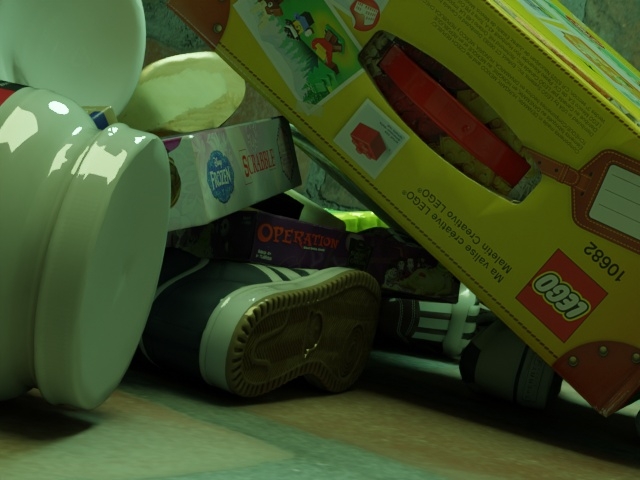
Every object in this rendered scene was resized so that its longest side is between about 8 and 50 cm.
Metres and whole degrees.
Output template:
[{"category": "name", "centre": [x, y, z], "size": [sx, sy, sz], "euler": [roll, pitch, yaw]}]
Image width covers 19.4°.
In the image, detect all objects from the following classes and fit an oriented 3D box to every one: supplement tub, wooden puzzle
[{"category": "supplement tub", "centre": [-0.244, -0.012, 1.121], "size": [0.272, 0.191, 0.191], "euler": [13, 4, 9]}, {"category": "supplement tub", "centre": [-0.370, -0.229, 1.994], "size": [0.325, 0.235, 0.235], "euler": [15, 5, 43]}, {"category": "wooden puzzle", "centre": [-0.117, -0.059, 1.805], "size": [0.239, 0.044, 0.221], "euler": [12, 10, -26]}]

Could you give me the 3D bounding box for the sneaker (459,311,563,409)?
[{"category": "sneaker", "centre": [0.184, 0.093, 1.713], "size": [0.091, 0.094, 0.258], "euler": [18, 6, 12]}]

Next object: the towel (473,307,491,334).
[{"category": "towel", "centre": [0.192, 0.100, 2.176], "size": [0.197, 0.029, 0.144], "euler": [17, 5, 20]}]

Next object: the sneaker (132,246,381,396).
[{"category": "sneaker", "centre": [-0.065, 0.055, 1.436], "size": [0.153, 0.099, 0.282], "euler": [14, 5, 23]}]

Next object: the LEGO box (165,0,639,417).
[{"category": "LEGO box", "centre": [0.165, -0.101, 1.635], "size": [0.500, 0.193, 0.372], "euler": [44, 15, 15]}]

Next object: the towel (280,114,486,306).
[{"category": "towel", "centre": [0.137, -0.026, 2.037], "size": [0.374, 0.090, 0.320], "euler": [41, 0, -24]}]

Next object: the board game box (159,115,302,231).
[{"category": "board game box", "centre": [-0.201, -0.030, 1.432], "size": [0.319, 0.066, 0.318], "euler": [-11, 4, 11]}]

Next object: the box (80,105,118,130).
[{"category": "box", "centre": [-0.305, -0.059, 1.738], "size": [0.136, 0.036, 0.225], "euler": [4, 35, 37]}]

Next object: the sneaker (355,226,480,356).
[{"category": "sneaker", "centre": [0.031, 0.041, 1.936], "size": [0.162, 0.106, 0.281], "euler": [7, 7, -29]}]

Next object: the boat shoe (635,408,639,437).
[{"category": "boat shoe", "centre": [0.345, 0.157, 1.600], "size": [0.183, 0.083, 0.065], "euler": [-22, 23, -32]}]

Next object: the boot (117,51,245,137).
[{"category": "boot", "centre": [-0.244, -0.117, 2.202], "size": [0.295, 0.104, 0.211], "euler": [-33, 5, -35]}]

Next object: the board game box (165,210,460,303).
[{"category": "board game box", "centre": [-0.055, 0.012, 1.666], "size": [0.208, 0.056, 0.347], "euler": [7, -3, -31]}]

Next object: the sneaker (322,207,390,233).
[{"category": "sneaker", "centre": [0.000, 0.000, 2.361], "size": [0.295, 0.109, 0.123], "euler": [11, 8, -22]}]
